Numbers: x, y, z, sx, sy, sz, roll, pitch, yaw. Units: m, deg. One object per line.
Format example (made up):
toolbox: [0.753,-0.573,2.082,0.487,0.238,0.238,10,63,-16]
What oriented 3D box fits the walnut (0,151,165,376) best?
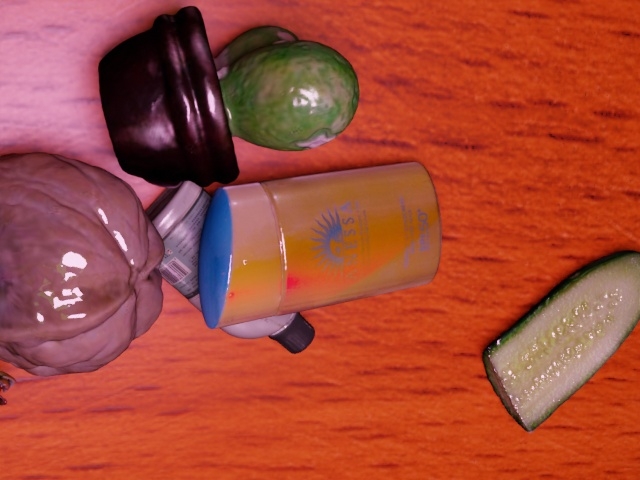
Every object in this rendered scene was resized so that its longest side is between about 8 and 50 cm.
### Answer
walnut: [-0.258,0.024,0.997,0.224,0.224,0.224,-3,101,-17]

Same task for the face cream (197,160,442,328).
face cream: [0.000,0.000,1.104,0.285,0.067,0.139,-10,97,-33]

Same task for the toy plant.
toy plant: [-0.088,-0.141,1.020,0.235,0.218,0.175,-14,115,-5]

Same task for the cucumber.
cucumber: [0.298,0.103,1.261,0.244,0.063,0.115,-38,100,-7]

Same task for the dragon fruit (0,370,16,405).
dragon fruit: [-0.380,0.150,1.058,0.112,0.068,0.126,38,98,-27]

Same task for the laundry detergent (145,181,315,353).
laundry detergent: [-0.092,0.039,1.123,0.226,0.070,0.099,43,79,-19]
